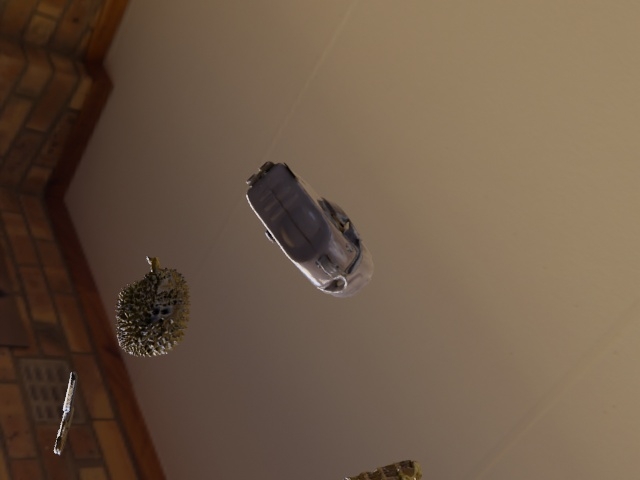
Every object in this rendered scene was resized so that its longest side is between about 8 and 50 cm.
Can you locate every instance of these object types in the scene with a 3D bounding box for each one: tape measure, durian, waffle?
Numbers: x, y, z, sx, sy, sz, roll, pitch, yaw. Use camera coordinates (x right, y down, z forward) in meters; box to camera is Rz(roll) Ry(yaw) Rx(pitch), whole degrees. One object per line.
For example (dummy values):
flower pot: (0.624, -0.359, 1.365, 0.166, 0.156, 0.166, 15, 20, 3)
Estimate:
tape measure: (0.000, 0.000, 1.382, 0.120, 0.197, 0.236, -41, -119, 8)
durian: (-0.378, 0.162, 2.010, 0.138, 0.193, 0.237, 22, -66, 58)
waffle: (0.095, 0.431, 1.513, 0.192, 0.160, 0.046, -26, -97, 50)

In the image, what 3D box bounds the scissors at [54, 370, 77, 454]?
scissors: (-0.424, 0.280, 1.448, 0.220, 0.017, 0.088, 116, -14, -47)
